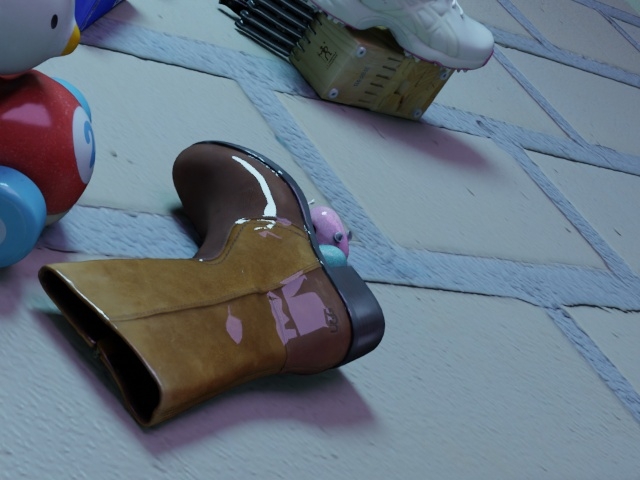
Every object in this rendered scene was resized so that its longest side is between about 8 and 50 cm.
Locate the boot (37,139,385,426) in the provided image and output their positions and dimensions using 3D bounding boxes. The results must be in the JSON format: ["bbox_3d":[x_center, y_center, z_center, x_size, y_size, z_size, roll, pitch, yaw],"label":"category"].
[{"bbox_3d":[-0.116,0.024,1.136,0.280,0.096,0.264,-10,59,-48],"label":"boot"}]

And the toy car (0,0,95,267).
[{"bbox_3d":[-0.235,-0.145,1.056,0.210,0.238,0.219,31,26,-12],"label":"toy car"}]

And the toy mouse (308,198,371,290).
[{"bbox_3d":[0.000,0.000,1.350,0.143,0.031,0.161,37,25,2],"label":"toy mouse"}]

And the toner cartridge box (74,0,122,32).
[{"bbox_3d":[-0.354,-0.366,1.484,0.348,0.075,0.165,35,24,-4],"label":"toner cartridge box"}]

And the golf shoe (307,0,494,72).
[{"bbox_3d":[0.114,-0.300,1.688,0.306,0.140,0.115,18,29,-37],"label":"golf shoe"}]

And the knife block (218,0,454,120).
[{"bbox_3d":[0.010,-0.275,1.777,0.276,0.088,0.242,7,39,-46],"label":"knife block"}]
